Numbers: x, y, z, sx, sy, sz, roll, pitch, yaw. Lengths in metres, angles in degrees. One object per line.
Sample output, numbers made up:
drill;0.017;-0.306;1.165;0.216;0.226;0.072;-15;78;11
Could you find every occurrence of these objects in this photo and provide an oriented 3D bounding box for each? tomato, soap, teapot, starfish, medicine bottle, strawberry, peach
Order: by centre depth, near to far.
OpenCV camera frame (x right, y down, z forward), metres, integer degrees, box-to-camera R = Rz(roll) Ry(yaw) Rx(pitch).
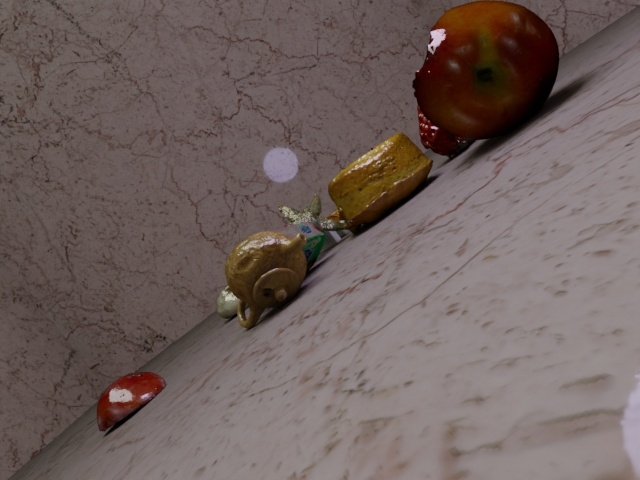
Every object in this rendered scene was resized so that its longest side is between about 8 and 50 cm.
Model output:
teapot;-0.129;0.101;1.008;0.311;0.204;0.167;-57;40;19
peach;0.438;-0.432;1.061;0.406;0.310;0.334;-23;-47;-54
tomato;-0.541;0.429;1.127;0.189;0.099;0.173;-35;2;7
soap;-0.119;0.048;1.217;0.274;0.098;0.217;-18;-38;-50
strawberry;0.427;-0.421;1.474;0.150;0.280;0.253;-38;11;46
starfish;-0.069;-0.059;1.489;0.347;0.358;0.078;-44;-37;-24
medicine bottle;0.096;-0.107;1.975;0.096;0.096;0.192;-35;3;28

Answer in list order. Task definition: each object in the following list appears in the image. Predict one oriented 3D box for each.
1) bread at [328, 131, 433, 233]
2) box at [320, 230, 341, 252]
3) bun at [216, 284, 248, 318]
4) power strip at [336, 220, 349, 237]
bread;0.185;-0.193;1.350;0.358;0.204;0.337;-38;-2;6
box;0.000;0.000;1.581;0.154;0.083;0.040;-34;5;41
bun;-0.349;0.228;1.700;0.223;0.127;0.222;-35;1;1
power strip;0.173;-0.118;1.656;0.338;0.058;0.098;-39;3;-25
